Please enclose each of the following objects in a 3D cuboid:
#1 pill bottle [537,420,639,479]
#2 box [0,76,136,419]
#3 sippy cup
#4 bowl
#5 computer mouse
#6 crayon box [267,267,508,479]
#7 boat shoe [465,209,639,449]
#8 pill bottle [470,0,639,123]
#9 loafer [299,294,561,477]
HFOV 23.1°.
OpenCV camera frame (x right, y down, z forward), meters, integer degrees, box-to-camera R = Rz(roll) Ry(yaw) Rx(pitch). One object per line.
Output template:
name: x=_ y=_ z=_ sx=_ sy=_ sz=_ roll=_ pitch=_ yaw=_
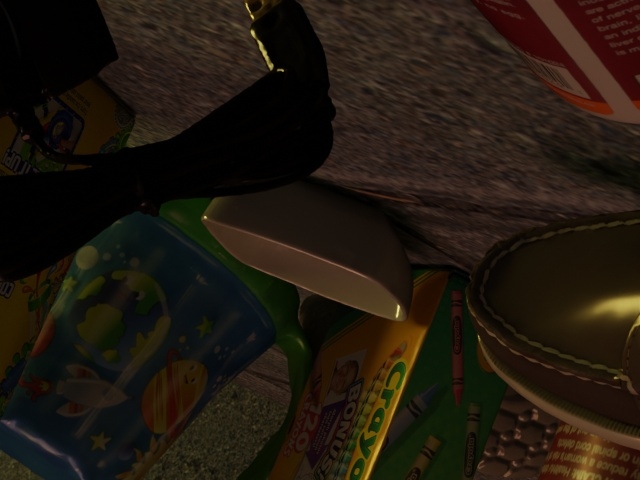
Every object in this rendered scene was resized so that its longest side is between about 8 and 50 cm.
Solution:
pill bottle: x=0.214 y=0.265 z=0.998 sx=0.224 sy=0.392 sz=0.224 roll=23 pitch=170 yaw=4
box: x=-0.323 y=-0.026 z=1.007 sx=0.290 sy=0.279 sz=0.177 roll=19 pitch=170 yaw=20
sippy cup: x=-0.170 y=0.077 z=1.237 sx=0.305 sy=0.224 sz=0.240 roll=26 pitch=161 yaw=23
bowl: x=0.000 y=0.000 z=1.072 sx=0.142 sy=0.053 sz=0.142 roll=21 pitch=170 yaw=16
computer mouse: x=-0.104 y=-0.102 z=0.638 sx=0.060 sy=0.184 sz=0.262 roll=91 pitch=155 yaw=-44
crayon box: x=0.041 y=0.161 z=1.172 sx=0.081 sy=0.278 sz=0.165 roll=26 pitch=170 yaw=-22
boat shoe: x=0.192 y=0.033 z=0.641 sx=0.324 sy=0.117 sz=0.097 roll=10 pitch=160 yaw=38
pill bottle: x=0.055 y=-0.093 z=0.344 sx=0.086 sy=0.086 sz=0.152 roll=16 pitch=168 yaw=35
loafer: x=0.115 y=0.124 z=1.386 sx=0.319 sy=0.112 sz=0.111 roll=27 pitch=-154 yaw=-34
